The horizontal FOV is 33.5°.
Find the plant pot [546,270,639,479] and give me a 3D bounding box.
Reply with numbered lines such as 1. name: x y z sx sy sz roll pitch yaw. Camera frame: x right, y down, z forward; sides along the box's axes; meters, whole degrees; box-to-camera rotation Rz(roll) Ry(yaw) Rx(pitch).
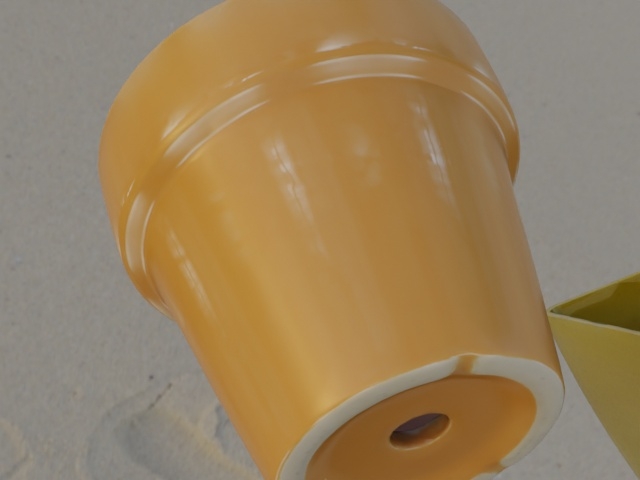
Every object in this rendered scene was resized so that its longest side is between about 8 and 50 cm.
1. plant pot: 0.323 0.112 0.780 0.212 0.212 0.187 -20 97 -12

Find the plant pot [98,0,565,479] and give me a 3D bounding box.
1. plant pot: 0.015 0.017 0.491 0.205 0.205 0.188 -3 50 -22
